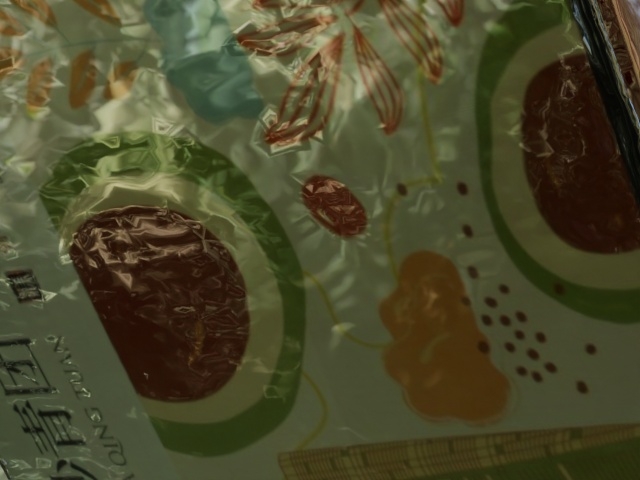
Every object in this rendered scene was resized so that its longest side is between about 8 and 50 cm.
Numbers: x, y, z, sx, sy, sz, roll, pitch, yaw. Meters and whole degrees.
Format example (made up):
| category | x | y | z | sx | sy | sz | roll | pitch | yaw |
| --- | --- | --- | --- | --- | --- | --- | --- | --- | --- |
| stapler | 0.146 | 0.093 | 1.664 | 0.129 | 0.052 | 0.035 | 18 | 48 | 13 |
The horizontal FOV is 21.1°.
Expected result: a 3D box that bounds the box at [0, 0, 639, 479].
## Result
| category | x | y | z | sx | sy | sz | roll | pitch | yaw |
| --- | --- | --- | --- | --- | --- | --- | --- | --- | --- |
| box | 0.000 | 0.000 | 0.744 | 0.385 | 0.122 | 0.344 | -6 | -61 | 34 |
